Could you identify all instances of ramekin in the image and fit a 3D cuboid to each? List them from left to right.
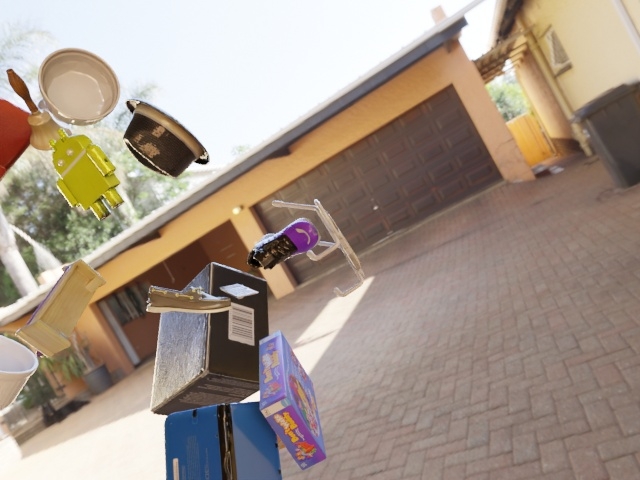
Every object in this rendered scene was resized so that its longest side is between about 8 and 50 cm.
[{"bbox_3d":[-0.971,0.366,1.368,0.135,0.277,0.277,-64,6,-4],"label":"ramekin"},{"bbox_3d":[-0.686,-0.425,1.376,0.207,0.207,0.109,-30,9,-32],"label":"ramekin"}]

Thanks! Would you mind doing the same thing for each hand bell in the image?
[{"bbox_3d":[-0.837,-0.391,1.409,0.126,0.126,0.242,-30,-29,-19],"label":"hand bell"}]

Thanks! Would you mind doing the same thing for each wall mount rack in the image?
[{"bbox_3d":[0.000,0.000,1.463,0.130,0.350,0.304,-33,45,1],"label":"wall mount rack"}]

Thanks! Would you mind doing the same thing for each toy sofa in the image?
[{"bbox_3d":[-0.994,0.256,1.851,0.177,0.150,0.363,-23,34,21],"label":"toy sofa"}]

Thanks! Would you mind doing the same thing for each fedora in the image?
[{"bbox_3d":[-0.543,-0.319,1.640,0.153,0.334,0.334,-60,11,-14],"label":"fedora"}]

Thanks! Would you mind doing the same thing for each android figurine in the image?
[{"bbox_3d":[-0.696,-0.197,1.429,0.248,0.273,0.056,-26,11,35],"label":"android figurine"}]

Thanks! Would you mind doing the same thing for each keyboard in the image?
[{"bbox_3d":[-0.292,0.177,1.721,0.072,0.014,0.256,-16,9,-24],"label":"keyboard"}]

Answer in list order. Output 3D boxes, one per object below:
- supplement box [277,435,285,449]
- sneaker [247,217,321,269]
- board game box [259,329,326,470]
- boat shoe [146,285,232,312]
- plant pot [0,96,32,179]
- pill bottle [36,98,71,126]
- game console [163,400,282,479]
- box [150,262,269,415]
[{"bbox_3d":[-0.119,0.685,1.731,0.233,0.078,0.080,13,-63,-53],"label":"supplement box"},{"bbox_3d":[-0.125,0.030,1.496,0.293,0.102,0.146,-23,15,47],"label":"sneaker"},{"bbox_3d":[-0.089,0.449,1.416,0.078,0.233,0.347,-27,19,2],"label":"board game box"},{"bbox_3d":[-0.464,0.209,1.719,0.304,0.091,0.109,0,-3,3],"label":"boat shoe"},{"bbox_3d":[-1.065,-0.286,1.483,0.267,0.236,0.267,-34,-44,27],"label":"plant pot"},{"bbox_3d":[-1.028,-0.450,1.855,0.131,0.131,0.229,-29,42,3],"label":"pill bottle"},{"bbox_3d":[-0.247,0.581,1.249,0.250,0.293,0.173,-13,-23,7],"label":"game console"},{"bbox_3d":[-0.459,0.433,2.026,0.297,0.480,0.471,24,-46,-34],"label":"box"}]
